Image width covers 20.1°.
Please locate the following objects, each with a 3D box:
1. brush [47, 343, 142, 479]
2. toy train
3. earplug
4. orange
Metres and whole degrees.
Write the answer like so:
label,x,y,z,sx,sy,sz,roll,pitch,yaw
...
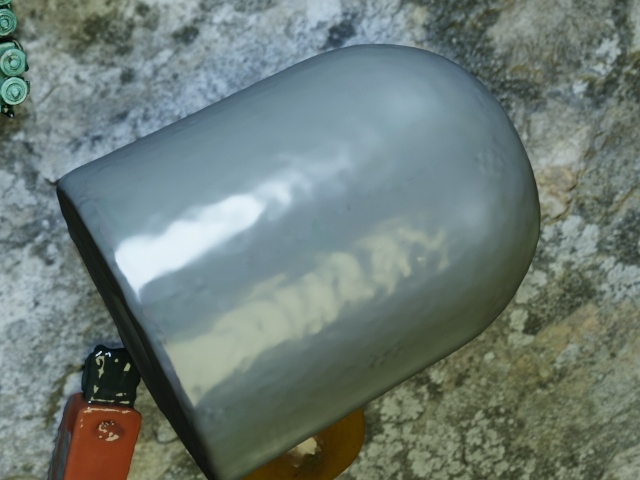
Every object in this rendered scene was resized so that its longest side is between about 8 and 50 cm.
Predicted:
label,x,y,z,sx,sy,sz,roll,pitch,yaw
brush,-0.236,0.254,1.814,0.070,0.051,0.323,3,114,-28
toy train,-0.295,-0.172,1.577,0.071,0.038,0.148,-13,121,-15
earplug,0.000,0.000,1.641,0.394,0.312,0.312,-27,123,-12
orange,-0.029,0.200,1.851,0.170,0.112,0.160,-41,125,-14
